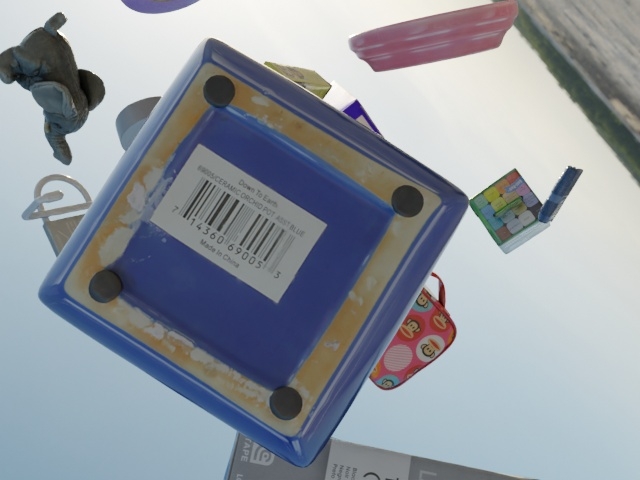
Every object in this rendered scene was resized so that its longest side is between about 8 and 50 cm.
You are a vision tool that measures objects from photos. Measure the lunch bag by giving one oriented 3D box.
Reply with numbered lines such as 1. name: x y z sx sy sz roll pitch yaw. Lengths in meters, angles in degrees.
1. lunch bag: 0.144 0.150 1.324 0.293 0.258 0.120 48 -174 -22

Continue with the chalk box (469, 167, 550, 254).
1. chalk box: 0.429 -0.067 1.422 0.132 0.132 0.213 60 -167 19

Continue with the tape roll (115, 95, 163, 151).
1. tape roll: -0.519 -0.351 1.942 0.219 0.219 0.072 5 -124 -55

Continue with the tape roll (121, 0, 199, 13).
1. tape roll: -0.313 -0.598 1.310 0.275 0.275 0.090 -16 -102 -62

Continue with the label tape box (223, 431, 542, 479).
1. label tape box: 0.087 0.286 0.666 0.249 0.348 0.115 81 -159 -70

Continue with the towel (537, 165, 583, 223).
1. towel: 0.458 -0.089 1.204 0.029 0.119 0.067 35 -158 23

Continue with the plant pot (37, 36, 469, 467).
1. plant pot: -0.041 0.006 0.461 0.236 0.236 0.212 32 178 2

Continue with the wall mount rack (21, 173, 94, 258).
1. wall mount rack: -0.353 0.002 1.148 0.304 0.130 0.350 -22 -96 -52

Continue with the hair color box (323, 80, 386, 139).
1. hair color box: 0.075 -0.289 1.607 0.185 0.110 0.339 51 -174 -22

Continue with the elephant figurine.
1. elephant figurine: -0.534 -0.302 1.293 0.169 0.186 0.239 -42 -72 -21

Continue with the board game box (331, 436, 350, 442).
1. board game box: 0.099 0.435 0.979 0.275 0.142 0.144 20 -151 -11

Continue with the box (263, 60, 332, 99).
1. box: -0.058 -0.282 1.187 0.058 0.087 0.232 43 -157 8

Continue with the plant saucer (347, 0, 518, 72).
1. plant saucer: 0.223 -0.397 1.238 0.332 0.332 0.084 -47 -53 -64
